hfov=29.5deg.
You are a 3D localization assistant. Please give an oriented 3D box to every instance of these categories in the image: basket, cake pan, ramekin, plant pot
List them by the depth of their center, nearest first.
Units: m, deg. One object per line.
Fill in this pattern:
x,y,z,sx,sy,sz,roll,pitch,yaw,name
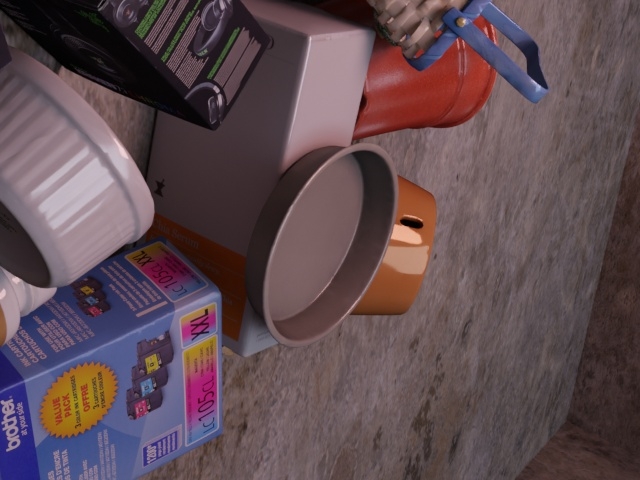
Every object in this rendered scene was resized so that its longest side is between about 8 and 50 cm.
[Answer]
-0.317,-0.067,1.285,0.127,0.273,0.273,-47,147,-24,ramekin
0.000,0.000,1.619,0.293,0.054,0.293,-38,142,-39,cake pan
0.189,-0.316,1.627,0.201,0.289,0.255,-50,-170,21,basket
0.080,-0.270,1.836,0.265,0.272,0.272,-23,132,-40,plant pot
0.055,-0.004,1.898,0.291,0.203,0.291,-167,-90,-82,plant pot

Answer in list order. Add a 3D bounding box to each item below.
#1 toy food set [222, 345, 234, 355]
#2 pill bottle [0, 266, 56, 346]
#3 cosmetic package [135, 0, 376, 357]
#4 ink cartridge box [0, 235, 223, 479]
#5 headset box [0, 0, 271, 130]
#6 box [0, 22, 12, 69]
-0.129,0.153,2.042,0.122,0.019,0.078,3,109,-52,toy food set
-0.416,0.078,1.373,0.229,0.131,0.131,-37,141,-42,pill bottle
-0.101,-0.099,1.667,0.161,0.230,0.453,-18,126,-53,cosmetic package
-0.324,0.201,1.554,0.395,0.151,0.270,-24,133,-30,ink cartridge box
-0.229,-0.267,1.296,0.131,0.246,0.283,-61,152,-9,headset box
-0.426,-0.254,0.924,0.183,0.296,0.294,-45,147,-34,box
